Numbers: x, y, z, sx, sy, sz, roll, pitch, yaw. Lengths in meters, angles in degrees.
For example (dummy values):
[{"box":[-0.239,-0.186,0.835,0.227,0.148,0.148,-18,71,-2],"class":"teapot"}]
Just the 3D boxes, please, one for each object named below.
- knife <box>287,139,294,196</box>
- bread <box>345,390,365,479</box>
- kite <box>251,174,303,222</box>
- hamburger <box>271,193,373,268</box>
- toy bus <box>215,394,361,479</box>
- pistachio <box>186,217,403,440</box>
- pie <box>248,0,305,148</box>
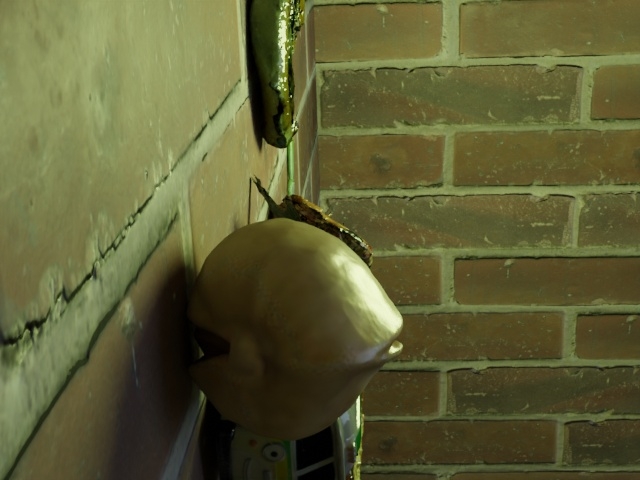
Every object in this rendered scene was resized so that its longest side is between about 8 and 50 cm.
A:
[{"box":[-0.073,-0.179,2.121,0.054,0.015,0.212,-23,113,-78],"class":"knife"},{"box":[-0.018,0.371,1.503,0.194,0.179,0.340,-83,174,-55],"class":"bread"},{"box":[-0.035,0.004,1.452,0.268,0.013,0.323,55,-10,4],"class":"kite"},{"box":[0.000,0.000,1.757,0.107,0.231,0.231,-52,176,0],"class":"hamburger"},{"box":[-0.037,0.194,1.149,0.305,0.179,0.143,-85,174,-59],"class":"toy bus"},{"box":[-0.028,0.087,0.947,0.309,0.230,0.230,-81,170,-83],"class":"pistachio"},{"box":[-0.074,-0.358,1.591,0.296,0.078,0.371,76,15,-71],"class":"pie"}]
